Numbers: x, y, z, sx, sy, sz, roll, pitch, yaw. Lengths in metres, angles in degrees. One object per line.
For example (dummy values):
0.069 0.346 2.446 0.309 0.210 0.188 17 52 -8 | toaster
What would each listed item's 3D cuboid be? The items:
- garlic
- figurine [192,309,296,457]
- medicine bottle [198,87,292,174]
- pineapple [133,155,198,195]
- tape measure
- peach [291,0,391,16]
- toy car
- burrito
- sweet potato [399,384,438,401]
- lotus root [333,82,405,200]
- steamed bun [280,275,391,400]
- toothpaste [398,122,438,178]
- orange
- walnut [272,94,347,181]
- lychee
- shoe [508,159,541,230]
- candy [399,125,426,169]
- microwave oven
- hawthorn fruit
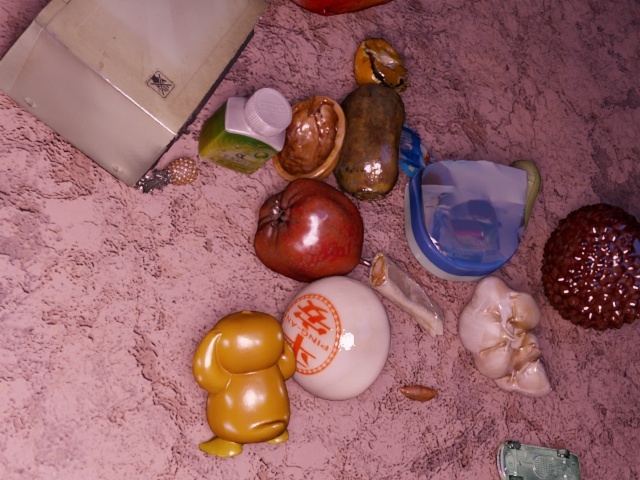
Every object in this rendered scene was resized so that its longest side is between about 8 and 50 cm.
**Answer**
0.402 0.218 1.782 0.203 0.185 0.280 -31 112 -83 | garlic
-0.124 0.240 1.371 0.215 0.215 0.228 -7 74 -38 | figurine
-0.141 -0.215 1.576 0.132 0.188 0.088 19 59 -28 | medicine bottle
-0.291 -0.121 1.511 0.124 0.058 0.058 -21 83 -40 | pineapple
0.326 -0.040 1.828 0.260 0.138 0.261 3 78 -13 | tape measure
0.040 -0.695 1.835 0.417 0.339 0.352 5 66 -30 | peach
0.473 0.502 1.775 0.224 0.076 0.090 15 62 -22 | toy car
0.194 0.125 1.751 0.226 0.060 0.087 42 46 -12 | burrito
0.204 0.319 1.690 0.095 0.034 0.034 11 63 -20 | sweet potato
0.104 -0.217 1.774 0.152 0.160 0.274 11 64 -21 | lotus root
0.012 0.175 1.476 0.145 0.232 0.231 16 60 -41 | steamed bun
0.240 -0.178 1.931 0.266 0.050 0.065 49 51 -8 | toothpaste
0.139 -0.400 1.921 0.160 0.112 0.170 48 25 6 | orange
-0.015 -0.197 1.707 0.087 0.167 0.211 47 51 -56 | walnut
0.701 0.064 2.013 0.306 0.306 0.330 46 78 -11 | lychee
0.470 -0.103 2.006 0.128 0.140 0.262 37 58 -30 | shoe
0.206 -0.215 1.855 0.088 0.038 0.136 23 41 -29 | candy
-0.336 -0.353 1.458 0.333 0.247 0.394 40 52 -16 | microwave oven
0.000 0.000 1.576 0.248 0.208 0.208 34 53 -32 | hawthorn fruit
